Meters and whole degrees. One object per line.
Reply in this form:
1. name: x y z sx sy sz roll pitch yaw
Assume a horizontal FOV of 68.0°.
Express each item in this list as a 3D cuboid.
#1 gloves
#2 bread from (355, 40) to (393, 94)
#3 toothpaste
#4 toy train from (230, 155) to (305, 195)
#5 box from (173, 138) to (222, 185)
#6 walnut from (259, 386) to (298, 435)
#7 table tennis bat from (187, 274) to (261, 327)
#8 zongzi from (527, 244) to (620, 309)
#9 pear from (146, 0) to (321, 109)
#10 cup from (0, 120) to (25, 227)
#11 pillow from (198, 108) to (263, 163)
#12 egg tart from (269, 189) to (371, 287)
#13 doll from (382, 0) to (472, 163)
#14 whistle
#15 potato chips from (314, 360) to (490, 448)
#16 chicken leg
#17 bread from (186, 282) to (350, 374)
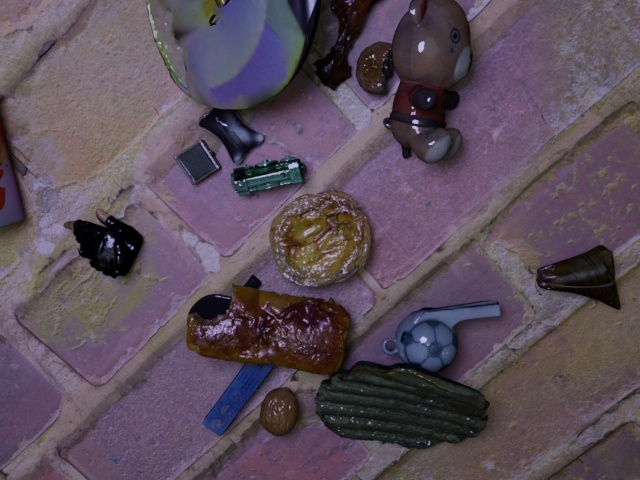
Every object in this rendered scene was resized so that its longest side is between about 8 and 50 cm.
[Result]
1. gloves: -0.527 0.002 1.121 0.180 0.106 0.129 23 103 -8
2. bread: 0.121 -0.381 1.052 0.082 0.060 0.113 20 98 24
3. toothpaste: -0.204 0.383 1.229 0.066 0.053 0.272 35 101 -2
4. toy train: -0.122 -0.147 1.088 0.178 0.104 0.071 -11 106 4
5. box: -0.285 -0.184 1.114 0.083 0.035 0.079 -32 100 8
6. walnut: -0.104 0.436 1.217 0.105 0.105 0.124 18 91 -3
7. table tennis bat: -0.236 0.180 1.198 0.150 0.027 0.236 41 101 -9
8. zongzi: 0.625 0.122 1.157 0.187 0.084 0.184 -19 111 11
9. pear: -0.153 -0.471 0.950 0.399 0.165 0.399 10 113 23
10. cup: -0.780 -0.171 1.057 0.203 0.203 0.288 -8 108 2
11. pillow: -0.206 -0.254 1.091 0.136 0.055 0.091 47 67 -11
12. egg tart: 0.000 0.000 1.125 0.252 0.098 0.232 -44 92 5
13. doll: 0.227 -0.333 1.009 0.174 0.235 0.330 15 108 34
14. whistle: 0.289 0.237 1.144 0.289 0.163 0.163 -7 102 -1
15. potato chips: 0.197 0.413 1.164 0.429 0.070 0.358 9 133 5
16. chicken leg: 0.065 -0.480 1.027 0.113 0.093 0.304 12 106 -13
17. bread: -0.122 0.205 1.132 0.380 0.109 0.185 10 87 -8
